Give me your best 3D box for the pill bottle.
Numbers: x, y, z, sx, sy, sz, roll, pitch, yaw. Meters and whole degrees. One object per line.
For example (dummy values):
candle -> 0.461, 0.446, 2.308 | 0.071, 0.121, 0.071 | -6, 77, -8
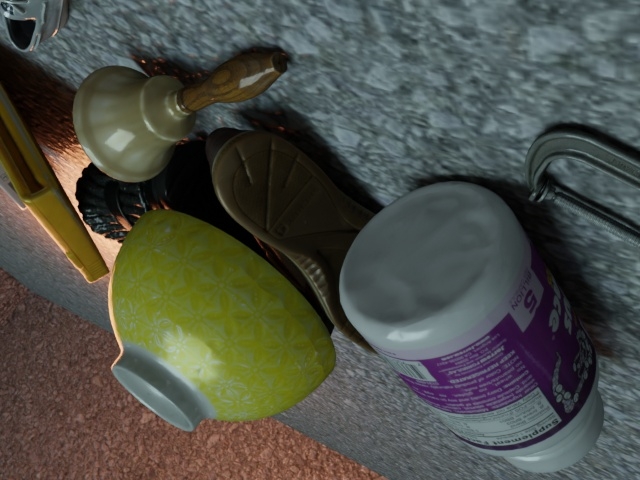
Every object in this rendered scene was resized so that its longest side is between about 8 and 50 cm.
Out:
pill bottle -> 0.161, 0.098, 0.715 | 0.169, 0.169, 0.301 | 10, 150, 46

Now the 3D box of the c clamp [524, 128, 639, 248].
c clamp -> 0.219, -0.021, 0.567 | 0.160, 0.022, 0.137 | 31, 160, 2

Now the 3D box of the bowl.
bowl -> -0.141, 0.120, 0.859 | 0.289, 0.156, 0.289 | 28, 151, 17

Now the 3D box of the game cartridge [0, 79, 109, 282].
game cartridge -> -0.418, -0.106, 1.092 | 0.285, 0.052, 0.324 | 56, 164, 17

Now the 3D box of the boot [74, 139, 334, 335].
boot -> -0.151, 0.013, 1.017 | 0.260, 0.131, 0.348 | -6, 127, 49

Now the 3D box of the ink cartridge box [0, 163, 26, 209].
ink cartridge box -> -0.599, -0.208, 1.287 | 0.239, 0.060, 0.275 | 49, 169, 28

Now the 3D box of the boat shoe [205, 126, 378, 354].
boat shoe -> 0.000, 0.000, 0.829 | 0.342, 0.123, 0.123 | 42, 178, -32

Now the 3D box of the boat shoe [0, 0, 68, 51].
boat shoe -> -0.291, -0.244, 0.744 | 0.066, 0.063, 0.184 | 38, 159, -13

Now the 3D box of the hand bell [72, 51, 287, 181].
hand bell -> -0.120, -0.138, 0.725 | 0.242, 0.126, 0.126 | -9, 136, 42
